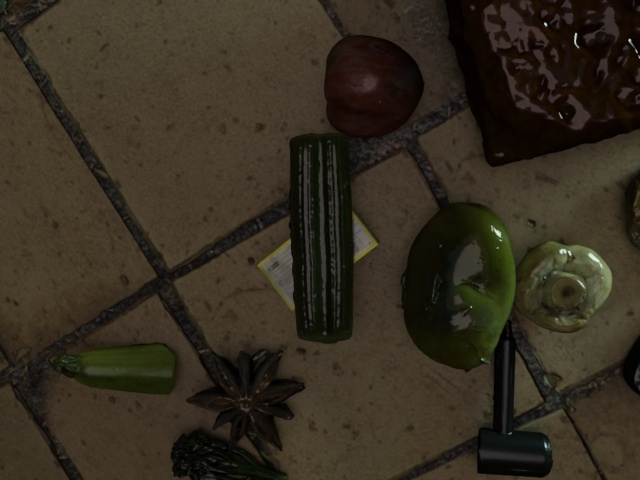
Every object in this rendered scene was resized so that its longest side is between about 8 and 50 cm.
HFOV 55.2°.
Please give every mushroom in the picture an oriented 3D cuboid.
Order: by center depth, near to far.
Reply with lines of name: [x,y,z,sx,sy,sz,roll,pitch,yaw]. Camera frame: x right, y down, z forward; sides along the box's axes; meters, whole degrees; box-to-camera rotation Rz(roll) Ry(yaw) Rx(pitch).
mushroom: [0.359,0.069,0.921,0.147,0.112,0.148,2,97,15]

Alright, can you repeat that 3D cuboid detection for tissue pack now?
tissue pack: [-0.002,0.020,0.978,0.176,0.062,0.095,-39,89,9]

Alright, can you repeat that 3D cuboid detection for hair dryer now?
hair dryer: [0.309,0.249,0.977,0.114,0.070,0.248,2,87,7]

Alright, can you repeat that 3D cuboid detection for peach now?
peach: [0.082,-0.227,0.913,0.151,0.152,0.152,1,96,6]

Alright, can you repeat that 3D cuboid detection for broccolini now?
broccolini: [-0.155,0.378,1.030,0.202,0.068,0.091,11,78,4]

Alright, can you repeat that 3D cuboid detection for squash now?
squash: [-0.349,0.212,1.029,0.200,0.075,0.090,9,116,-17]

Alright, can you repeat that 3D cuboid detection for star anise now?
star anise: [-0.124,0.264,1.015,0.195,0.065,0.183,2,99,-5]

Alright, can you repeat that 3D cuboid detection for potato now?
potato: [0.203,0.066,0.914,0.169,0.143,0.248,10,95,21]

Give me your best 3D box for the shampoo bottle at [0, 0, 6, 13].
shampoo bottle: [-0.611,-0.460,0.995,0.086,0.056,0.227,-35,91,9]

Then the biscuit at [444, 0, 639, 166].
biscuit: [0.390,-0.306,0.853,0.394,0.166,0.343,-16,96,6]

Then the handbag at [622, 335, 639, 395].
handbag: [0.648,0.223,0.930,0.332,0.075,0.192,31,95,5]

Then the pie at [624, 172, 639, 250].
pie: [0.555,-0.054,0.921,0.195,0.046,0.195,1,97,5]

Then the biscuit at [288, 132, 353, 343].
biscuit: [0.000,0.000,0.927,0.099,0.038,0.323,-1,94,4]
